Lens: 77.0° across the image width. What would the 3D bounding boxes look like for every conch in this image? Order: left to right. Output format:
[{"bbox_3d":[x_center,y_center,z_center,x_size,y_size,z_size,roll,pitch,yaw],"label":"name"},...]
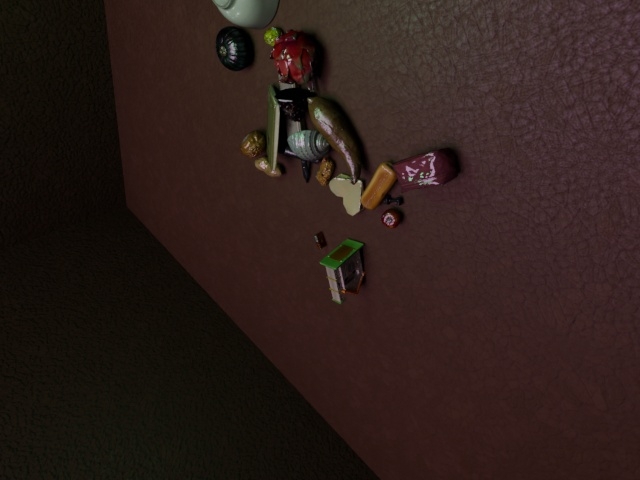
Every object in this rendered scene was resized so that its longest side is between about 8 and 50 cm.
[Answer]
[{"bbox_3d":[-0.051,-0.425,1.835,0.200,0.172,0.131,-15,91,38],"label":"conch"}]

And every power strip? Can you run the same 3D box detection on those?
[{"bbox_3d":[-0.124,-0.600,1.899,0.092,0.066,0.387,11,119,35],"label":"power strip"}]

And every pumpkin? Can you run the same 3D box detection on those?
[{"bbox_3d":[-0.426,-0.926,1.948,0.202,0.140,0.201,26,129,37],"label":"pumpkin"}]

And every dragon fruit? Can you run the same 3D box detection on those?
[{"bbox_3d":[-0.099,-0.750,1.681,0.274,0.192,0.193,62,162,-2],"label":"dragon fruit"}]

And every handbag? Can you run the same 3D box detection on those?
[{"bbox_3d":[0.391,-0.260,1.509,0.225,0.146,0.135,-10,103,46],"label":"handbag"}]

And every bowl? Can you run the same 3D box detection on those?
[{"bbox_3d":[-0.361,-1.102,1.734,0.354,0.185,0.353,25,130,35],"label":"bowl"}]

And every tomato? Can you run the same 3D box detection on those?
[{"bbox_3d":[0.311,-0.098,1.751,0.087,0.075,0.087,11,111,29],"label":"tomato"}]

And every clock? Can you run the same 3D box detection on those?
[{"bbox_3d":[0.124,0.161,2.002,0.106,0.220,0.255,20,134,39],"label":"clock"}]

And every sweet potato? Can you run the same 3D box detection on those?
[{"bbox_3d":[0.078,-0.446,1.736,0.130,0.130,0.422,-28,93,50],"label":"sweet potato"}]

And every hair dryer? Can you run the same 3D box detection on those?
[{"bbox_3d":[-0.096,-0.367,1.990,0.173,0.050,0.194,19,143,4],"label":"hair dryer"}]

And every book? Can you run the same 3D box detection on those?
[{"bbox_3d":[-0.237,-0.553,1.970,0.239,0.035,0.352,-109,20,-44],"label":"book"}]

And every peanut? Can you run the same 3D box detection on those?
[{"bbox_3d":[-0.278,-0.398,2.167,0.193,0.089,0.089,31,133,23],"label":"peanut"}]

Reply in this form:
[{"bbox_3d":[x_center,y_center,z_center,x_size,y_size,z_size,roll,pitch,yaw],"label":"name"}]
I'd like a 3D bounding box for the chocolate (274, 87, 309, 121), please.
[{"bbox_3d":[-0.116,-0.589,1.786,0.156,0.156,0.133,26,140,33],"label":"chocolate"}]

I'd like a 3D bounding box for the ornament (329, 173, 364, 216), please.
[{"bbox_3d":[0.143,-0.227,1.861,0.201,0.059,0.180,55,139,1],"label":"ornament"}]

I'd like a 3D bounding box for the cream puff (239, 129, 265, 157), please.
[{"bbox_3d":[-0.353,-0.505,2.132,0.115,0.165,0.150,38,120,-23],"label":"cream puff"}]

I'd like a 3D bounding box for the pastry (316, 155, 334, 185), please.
[{"bbox_3d":[0.024,-0.330,1.919,0.080,0.056,0.140,54,147,17],"label":"pastry"}]

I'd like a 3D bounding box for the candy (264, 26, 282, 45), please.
[{"bbox_3d":[-0.148,-0.836,1.783,0.077,0.073,0.262,-41,89,26],"label":"candy"}]

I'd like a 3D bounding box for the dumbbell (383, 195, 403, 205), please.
[{"bbox_3d":[0.312,-0.171,1.731,0.083,0.040,0.036,10,151,42],"label":"dumbbell"}]

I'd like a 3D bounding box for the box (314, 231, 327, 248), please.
[{"bbox_3d":[0.000,0.000,2.148,0.023,0.051,0.082,-5,109,49],"label":"box"}]

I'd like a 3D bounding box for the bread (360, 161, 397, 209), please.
[{"bbox_3d":[0.252,-0.234,1.724,0.093,0.074,0.239,38,138,7],"label":"bread"}]
